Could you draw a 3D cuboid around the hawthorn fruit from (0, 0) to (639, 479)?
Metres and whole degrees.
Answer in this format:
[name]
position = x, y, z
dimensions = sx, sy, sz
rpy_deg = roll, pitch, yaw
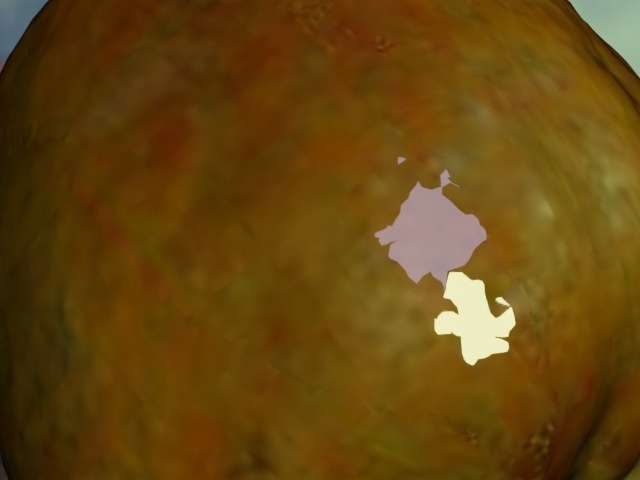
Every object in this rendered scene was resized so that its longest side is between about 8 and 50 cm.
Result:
[hawthorn fruit]
position = 0.000, 0.000, 0.634
dimensions = 0.267, 0.268, 0.301
rpy_deg = -15, 59, -24
